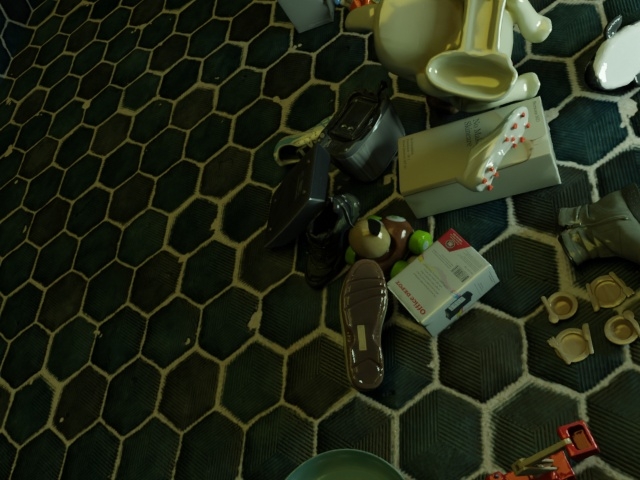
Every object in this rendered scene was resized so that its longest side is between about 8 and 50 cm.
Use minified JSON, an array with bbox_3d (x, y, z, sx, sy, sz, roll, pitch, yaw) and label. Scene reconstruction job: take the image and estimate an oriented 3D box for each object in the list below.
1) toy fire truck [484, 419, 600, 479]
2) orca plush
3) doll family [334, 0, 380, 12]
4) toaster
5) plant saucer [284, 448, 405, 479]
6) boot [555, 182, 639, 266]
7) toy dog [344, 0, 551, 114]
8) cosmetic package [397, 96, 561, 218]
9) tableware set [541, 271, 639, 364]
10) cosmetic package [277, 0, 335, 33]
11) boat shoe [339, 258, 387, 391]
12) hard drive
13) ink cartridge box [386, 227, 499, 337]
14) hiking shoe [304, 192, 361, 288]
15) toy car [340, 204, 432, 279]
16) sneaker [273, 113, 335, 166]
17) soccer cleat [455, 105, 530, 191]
[{"bbox_3d":[0.336,0.353,1.032,0.192,0.135,0.047,-28,50,12],"label":"toy fire truck"},{"bbox_3d":[0.627,-0.411,1.391,0.287,0.151,0.102,-59,19,-11],"label":"orca plush"},{"bbox_3d":[0.159,-0.710,1.813,0.163,0.263,0.118,39,49,18],"label":"doll family"},{"bbox_3d":[0.105,-0.248,1.559,0.129,0.146,0.227,25,76,39],"label":"toaster"},{"bbox_3d":[0.037,0.528,1.157,0.317,0.044,0.318,-15,54,21],"label":"plant saucer"},{"bbox_3d":[0.523,0.017,1.192,0.161,0.083,0.247,-24,44,22],"label":"boot"},{"bbox_3d":[0.278,-0.388,1.400,0.395,0.408,0.285,-2,90,21],"label":"toy dog"},{"bbox_3d":[0.327,-0.169,1.400,0.309,0.113,0.160,-15,53,23],"label":"cosmetic package"},{"bbox_3d":[0.475,0.135,1.171,0.168,0.020,0.141,-23,51,16],"label":"tableware set"},{"bbox_3d":[-0.062,-0.729,1.919,0.127,0.238,0.107,-12,52,27],"label":"cosmetic package"},{"bbox_3d":[0.079,0.169,1.319,0.095,0.095,0.258,6,70,-2],"label":"boat shoe"},{"bbox_3d":[-0.054,-0.093,1.534,0.254,0.054,0.172,-43,34,52],"label":"hard drive"},{"bbox_3d":[0.238,0.083,1.310,0.175,0.072,0.127,-40,49,1],"label":"ink cartridge box"},{"bbox_3d":[0.000,0.000,1.439,0.086,0.114,0.227,31,109,34],"label":"hiking shoe"},{"bbox_3d":[0.113,-0.014,1.372,0.155,0.188,0.149,21,72,38],"label":"toy car"},{"bbox_3d":[-0.012,-0.243,1.665,0.237,0.085,0.086,-19,40,26],"label":"sneaker"},{"bbox_3d":[0.333,-0.183,1.289,0.076,0.068,0.196,27,80,42],"label":"soccer cleat"}]
